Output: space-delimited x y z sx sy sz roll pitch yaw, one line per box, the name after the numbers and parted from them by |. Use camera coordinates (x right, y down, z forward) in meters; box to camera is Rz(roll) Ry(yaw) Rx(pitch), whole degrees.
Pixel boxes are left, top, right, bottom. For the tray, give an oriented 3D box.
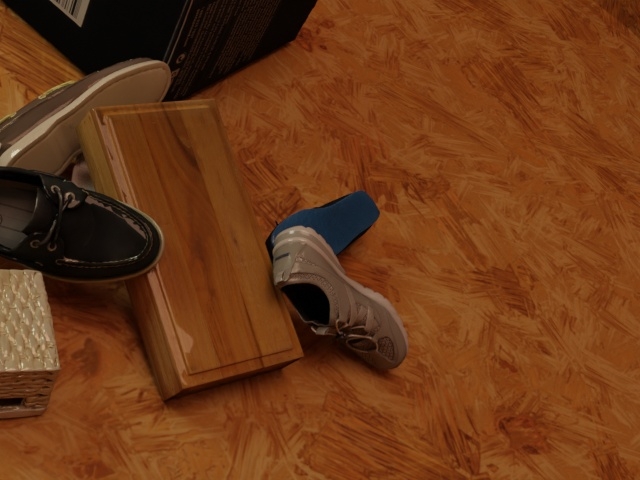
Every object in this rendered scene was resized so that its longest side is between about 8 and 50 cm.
-0.184 0.001 1.456 0.203 0.076 0.410 -11 74 -38 | tray

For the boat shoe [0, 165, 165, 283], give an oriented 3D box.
-0.373 -0.031 1.324 0.340 0.113 0.127 18 80 2 | boat shoe

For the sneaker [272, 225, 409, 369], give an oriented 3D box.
0.019 0.111 1.506 0.281 0.105 0.115 44 39 -23 | sneaker

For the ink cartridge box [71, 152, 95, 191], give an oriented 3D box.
-0.292 -0.055 1.551 0.181 0.056 0.224 14 37 -20 | ink cartridge box

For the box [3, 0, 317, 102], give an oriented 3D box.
-0.290 -0.529 1.795 0.480 0.297 0.472 41 44 9 | box

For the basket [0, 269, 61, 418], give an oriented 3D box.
-0.396 0.124 1.274 0.113 0.103 0.167 2 50 -32 | basket

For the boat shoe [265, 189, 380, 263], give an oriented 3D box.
0.000 0.000 1.651 0.258 0.089 0.109 -18 76 -47 | boat shoe

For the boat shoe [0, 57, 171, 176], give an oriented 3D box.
-0.366 -0.187 1.530 0.097 0.116 0.324 32 58 29 | boat shoe
